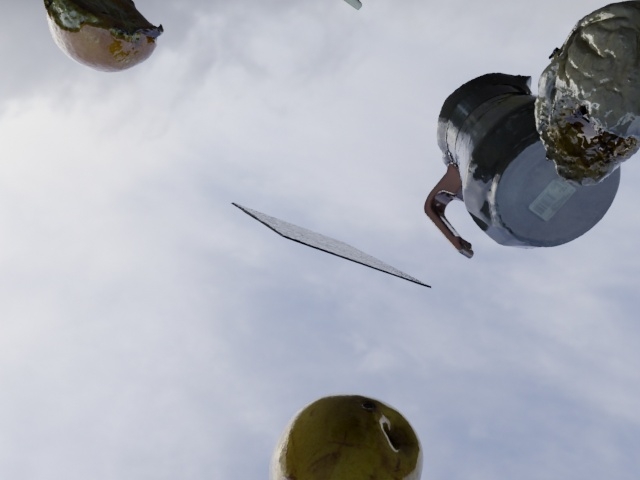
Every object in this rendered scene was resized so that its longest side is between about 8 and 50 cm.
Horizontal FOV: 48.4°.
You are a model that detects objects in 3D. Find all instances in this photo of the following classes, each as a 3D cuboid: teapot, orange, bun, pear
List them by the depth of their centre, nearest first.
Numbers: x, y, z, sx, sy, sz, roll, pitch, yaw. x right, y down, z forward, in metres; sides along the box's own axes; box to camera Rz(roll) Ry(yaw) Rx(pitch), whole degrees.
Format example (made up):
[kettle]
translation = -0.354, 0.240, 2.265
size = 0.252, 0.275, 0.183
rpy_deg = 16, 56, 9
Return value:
[orange]
translation = -0.315, -0.300, 1.021
size = 0.170, 0.112, 0.160
rpy_deg = 15, -152, -9
[bun]
translation = 0.442, -0.241, 1.079
size = 0.205, 0.281, 0.281
rpy_deg = 47, -141, 10
[pear]
translation = 0.044, 0.408, 1.271
size = 0.281, 0.280, 0.280
rpy_deg = 7, -151, -4
[teapot]
translation = 0.370, -0.148, 1.427
size = 0.306, 0.376, 0.361
rpy_deg = 30, -161, -24

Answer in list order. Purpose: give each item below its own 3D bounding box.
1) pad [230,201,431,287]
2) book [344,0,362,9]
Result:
[pad]
translation = 0.000, 0.000, 1.038
size = 0.220, 0.004, 0.330
rpy_deg = 19, -176, -22
[book]
translation = 0.017, -0.402, 1.091
size = 0.077, 0.014, 0.111
rpy_deg = 21, -148, -41
